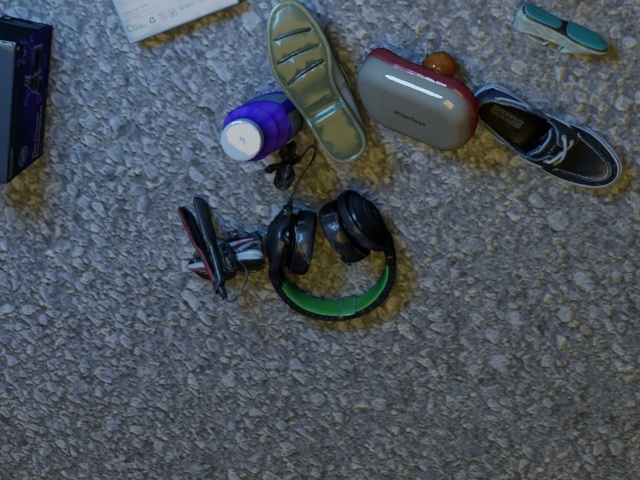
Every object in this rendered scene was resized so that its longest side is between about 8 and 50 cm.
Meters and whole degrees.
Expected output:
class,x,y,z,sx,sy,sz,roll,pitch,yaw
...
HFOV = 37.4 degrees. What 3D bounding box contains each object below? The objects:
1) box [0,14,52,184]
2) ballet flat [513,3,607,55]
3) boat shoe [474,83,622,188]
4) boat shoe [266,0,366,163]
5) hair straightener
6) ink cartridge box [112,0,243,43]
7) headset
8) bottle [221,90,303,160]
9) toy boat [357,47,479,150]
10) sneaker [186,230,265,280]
class,x,y,z,sx,sy,sz,roll,pitch,yaw
box,-0.574,-0.258,1.723,0.103,0.184,0.261,13,113,3
ballet flat,0.412,-0.354,1.633,0.168,0.057,0.052,27,140,0
boat shoe,0.401,-0.175,1.670,0.301,0.102,0.108,32,112,-5
boat shoe,-0.010,-0.282,1.681,0.113,0.103,0.302,-21,107,10
hair straightener,-0.196,0.012,1.787,0.089,0.047,0.230,-33,63,20
ink cartridge box,-0.277,-0.488,1.666,0.223,0.045,0.224,-17,107,13
headset,0.000,0.000,1.748,0.243,0.185,0.394,-13,121,12
bottle,-0.105,-0.195,1.630,0.118,0.283,0.092,-13,103,11
toy boat,0.182,-0.269,1.650,0.231,0.151,0.151,26,153,18
sneaker,-0.178,0.028,1.853,0.178,0.077,0.072,-10,149,28
